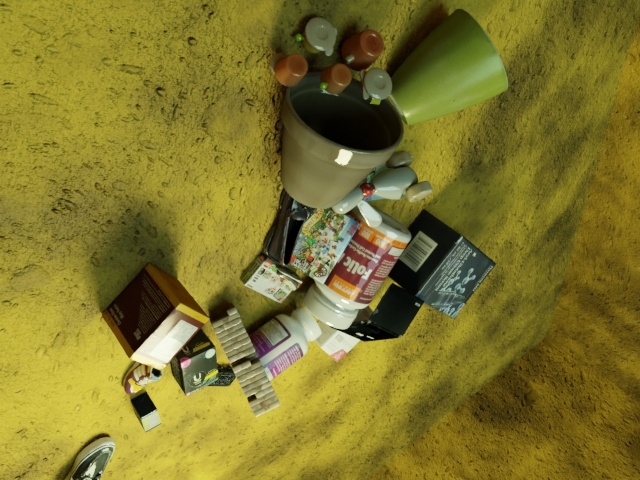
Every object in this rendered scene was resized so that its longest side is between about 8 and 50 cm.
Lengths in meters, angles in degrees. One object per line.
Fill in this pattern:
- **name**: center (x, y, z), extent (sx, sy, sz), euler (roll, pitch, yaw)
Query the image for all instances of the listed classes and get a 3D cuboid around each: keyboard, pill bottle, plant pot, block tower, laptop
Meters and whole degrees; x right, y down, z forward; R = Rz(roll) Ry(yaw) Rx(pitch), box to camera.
- **keyboard**: center (-0.353, 0.470, 2.090), extent (0.192, 0.038, 0.100), euler (17, 109, -51)
- **pill bottle**: center (0.114, 0.088, 2.057), extent (0.224, 0.224, 0.392), euler (14, 112, -49)
- **plant pot**: center (0.019, -0.245, 1.644), extent (0.323, 0.323, 0.280), euler (-14, 147, -36)
- **block tower**: center (-0.240, 0.377, 1.916), extent (0.097, 0.335, 0.091), euler (-24, -178, -12)
- **plant pot**: center (0.347, -0.474, 1.793), extent (0.294, 0.274, 0.275), euler (-33, 143, 6)
- **laptop**: center (0.208, 0.270, 2.229), extent (0.234, 0.264, 0.136), euler (31, 56, -45)
- **pill bottle**: center (-0.151, 0.359, 2.081), extent (0.302, 0.169, 0.169), euler (-34, 140, -17)

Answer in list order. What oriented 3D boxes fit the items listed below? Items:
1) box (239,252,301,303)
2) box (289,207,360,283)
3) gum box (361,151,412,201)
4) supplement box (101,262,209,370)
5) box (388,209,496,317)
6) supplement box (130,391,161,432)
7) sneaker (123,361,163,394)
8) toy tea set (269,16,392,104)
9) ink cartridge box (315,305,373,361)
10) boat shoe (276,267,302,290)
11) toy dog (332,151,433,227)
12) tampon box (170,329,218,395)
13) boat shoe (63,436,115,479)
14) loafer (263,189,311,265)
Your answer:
- **box**: center (-0.158, 0.125, 1.978), extent (0.114, 0.036, 0.207), euler (-50, 142, 2)
- **box**: center (0.000, 0.000, 1.933), extent (0.233, 0.159, 0.044), euler (-59, -176, 14)
- **gum box**: center (0.208, -0.214, 2.034), extent (0.184, 0.041, 0.157), euler (-12, 129, -38)
- **supplement box**: center (-0.445, 0.205, 1.642), extent (0.194, 0.191, 0.129), euler (-48, 142, -1)
- **box**: center (0.474, 0.102, 2.430), extent (0.293, 0.212, 0.395), euler (-54, 143, 7)
- **supplement box**: center (-0.550, 0.542, 1.923), extent (0.056, 0.083, 0.083), euler (-25, 136, -27)
- **sneaker**: center (-0.524, 0.403, 1.827), extent (0.070, 0.084, 0.185), euler (18, 108, -50)
- **toy tea set**: center (0.025, -0.459, 1.586), extent (0.336, 0.124, 0.200), euler (3, 83, -26)
- **ink cartridge box**: center (0.092, 0.330, 2.347), extent (0.237, 0.100, 0.172), euler (-44, 142, -4)
- **boat shoe**: center (-0.106, 0.126, 1.962), extent (0.043, 0.049, 0.137), euler (-48, 147, 3)
- **toy dog**: center (0.174, -0.155, 1.904), extent (0.334, 0.220, 0.161), euler (-1, 156, -14)
- **tampon box**: center (-0.399, 0.380, 1.913), extent (0.120, 0.101, 0.161), euler (-24, 136, -29)
- **boat shoe**: center (-0.739, 0.758, 1.910), extent (0.306, 0.105, 0.113), euler (-49, 143, 1)
- **loafer**: center (-0.076, -0.061, 1.846), extent (0.109, 0.095, 0.302), euler (1, 121, -45)
